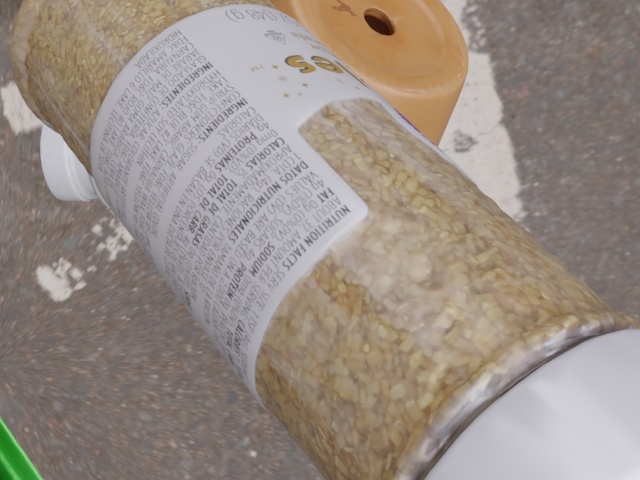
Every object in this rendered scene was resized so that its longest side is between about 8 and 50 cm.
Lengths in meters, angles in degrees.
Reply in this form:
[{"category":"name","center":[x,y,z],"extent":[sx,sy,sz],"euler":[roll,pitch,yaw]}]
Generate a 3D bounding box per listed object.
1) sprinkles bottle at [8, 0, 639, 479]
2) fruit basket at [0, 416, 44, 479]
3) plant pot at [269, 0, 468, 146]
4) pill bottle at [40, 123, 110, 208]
[{"category":"sprinkles bottle","center":[0.000,0.000,0.453],"extent":[0.121,0.121,0.355],"euler":[-30,51,-17]},{"category":"fruit basket","center":[-0.478,0.254,1.387],"extent":[0.392,0.392,0.283],"euler":[54,36,-5]},{"category":"plant pot","center":[0.016,-0.153,1.181],"extent":[0.291,0.203,0.291],"euler":[18,47,-20]},{"category":"pill bottle","center":[-0.195,-0.117,1.495],"extent":[0.302,0.169,0.169],"euler":[-1,84,12]}]
